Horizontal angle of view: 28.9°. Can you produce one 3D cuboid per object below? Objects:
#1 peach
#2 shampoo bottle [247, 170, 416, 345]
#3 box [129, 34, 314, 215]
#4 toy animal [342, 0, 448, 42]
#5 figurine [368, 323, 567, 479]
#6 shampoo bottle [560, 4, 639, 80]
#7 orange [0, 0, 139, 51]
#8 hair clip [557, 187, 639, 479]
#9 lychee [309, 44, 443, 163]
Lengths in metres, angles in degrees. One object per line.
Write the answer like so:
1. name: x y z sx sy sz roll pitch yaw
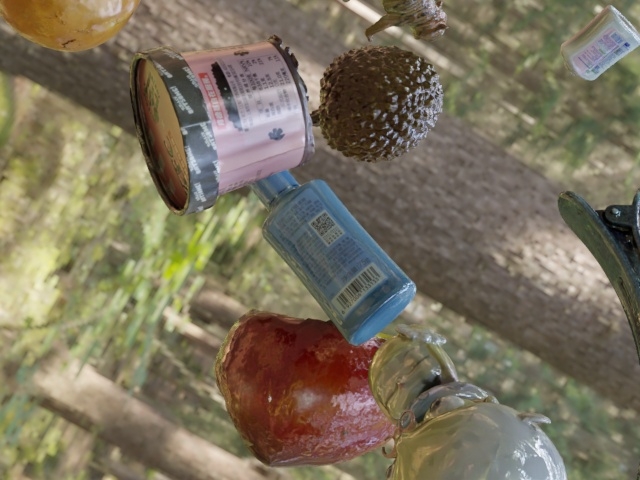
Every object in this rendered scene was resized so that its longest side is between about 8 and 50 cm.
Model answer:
1. peach: 0.013 0.204 1.917 0.338 0.281 0.281 -22 -167 -3
2. shampoo bottle: 0.000 0.000 1.482 0.104 0.258 0.061 -43 153 6
3. box: -0.086 -0.111 1.123 0.135 0.151 0.151 -17 179 -19
4. toy animal: 0.081 -0.294 1.446 0.241 0.099 0.057 47 35 -63
5. figurine: 0.172 0.242 1.527 0.227 0.274 0.394 -55 -148 12
6. shampoo bottle: 0.363 -0.253 1.628 0.099 0.072 0.043 -39 -142 25
7. orange: -0.384 -0.408 1.871 0.246 0.246 0.246 -55 -167 20
8. hair clip: 0.266 0.075 1.045 0.048 0.083 0.275 103 -17 -58
9. lychee: 0.079 -0.208 1.929 0.238 0.200 0.200 -15 -145 24
